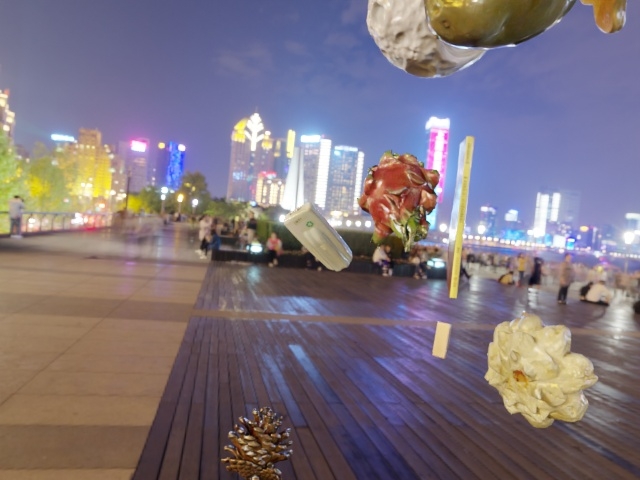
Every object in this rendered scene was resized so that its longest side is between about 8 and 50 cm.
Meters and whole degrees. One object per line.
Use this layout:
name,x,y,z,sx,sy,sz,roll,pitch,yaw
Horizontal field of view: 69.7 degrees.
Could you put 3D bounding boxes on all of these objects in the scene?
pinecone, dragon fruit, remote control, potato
pinecone,-0.161,0.540,1.205,0.179,0.195,0.150,12,-3,-1
dragon fruit,0.139,-0.057,0.803,0.135,0.235,0.137,5,-39,-6
remote control,0.000,-0.001,1.222,0.090,0.049,0.230,-29,-53,19
potato,0.256,-0.364,0.646,0.178,0.235,0.160,51,-3,34

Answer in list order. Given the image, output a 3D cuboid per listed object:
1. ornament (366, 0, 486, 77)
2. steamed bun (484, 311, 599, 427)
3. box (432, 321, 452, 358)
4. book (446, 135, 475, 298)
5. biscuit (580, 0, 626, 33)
ornament,0.275,-0.578,1.116,0.338,0.336,0.337,6,2,0
steamed bun,0.511,0.334,1.143,0.137,0.291,0.295,-13,13,-26
box,0.397,0.325,1.500,0.048,0.114,0.025,7,-5,33
book,0.350,-0.067,1.156,0.028,0.373,0.262,6,10,13
biscuit,0.452,-0.436,0.687,0.035,0.158,0.240,-16,-23,6
